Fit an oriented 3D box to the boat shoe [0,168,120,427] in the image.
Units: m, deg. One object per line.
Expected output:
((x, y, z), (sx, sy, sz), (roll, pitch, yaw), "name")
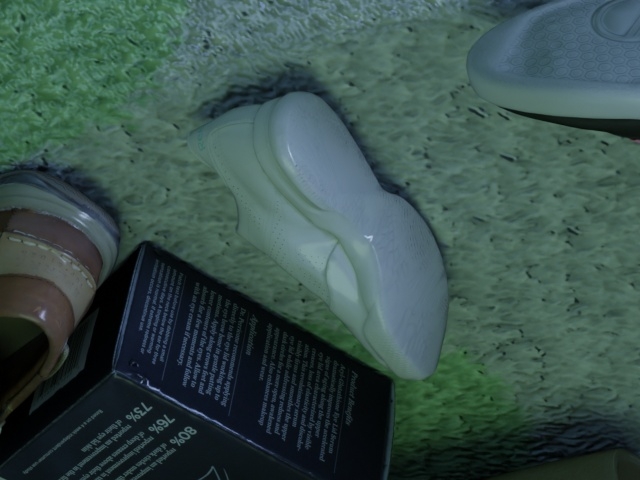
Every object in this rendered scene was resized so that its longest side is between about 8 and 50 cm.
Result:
((-0.248, 0.079, 1.148), (0.123, 0.116, 0.324), (29, 135, -20), "boat shoe")

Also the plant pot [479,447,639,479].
((0.125, 0.264, 1.220), (0.274, 0.256, 0.256), (-37, 123, 19), "plant pot")

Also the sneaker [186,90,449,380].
((0.000, 0.000, 1.061), (0.094, 0.080, 0.212), (-8, 130, 35), "sneaker")

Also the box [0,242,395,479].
((-0.078, 0.121, 1.171), (0.207, 0.108, 0.153), (31, 134, -23), "box")

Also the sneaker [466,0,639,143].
((0.224, -0.051, 0.926), (0.296, 0.104, 0.147), (-1, 132, 5), "sneaker")
